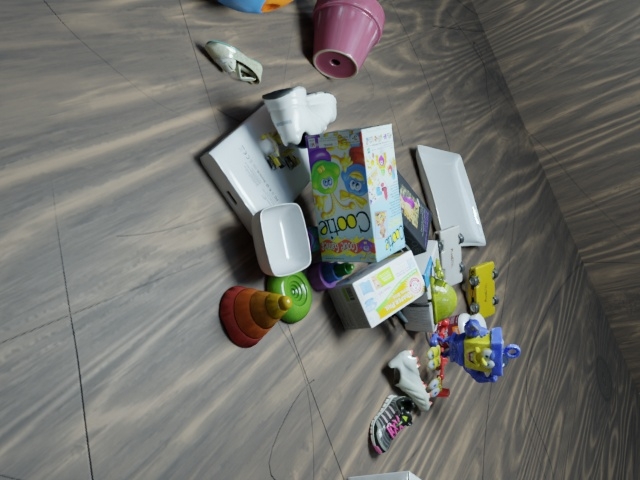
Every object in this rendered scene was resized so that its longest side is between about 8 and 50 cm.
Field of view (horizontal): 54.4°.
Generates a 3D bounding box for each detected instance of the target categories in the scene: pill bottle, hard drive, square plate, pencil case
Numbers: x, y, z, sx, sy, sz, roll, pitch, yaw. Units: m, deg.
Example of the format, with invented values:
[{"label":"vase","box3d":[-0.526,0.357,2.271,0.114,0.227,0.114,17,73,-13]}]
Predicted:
[{"label":"pill bottle","box3d":[0.380,0.252,1.739,0.086,0.152,0.086,29,51,-43]},{"label":"hard drive","box3d":[-0.120,-0.167,1.366,0.203,0.040,0.307,57,36,-18]},{"label":"square plate","box3d":[0.436,-0.140,2.109,0.344,0.049,0.347,-2,75,-54]},{"label":"pencil case","box3d":[0.000,0.000,1.424,0.151,0.064,0.070,-6,115,-54]}]

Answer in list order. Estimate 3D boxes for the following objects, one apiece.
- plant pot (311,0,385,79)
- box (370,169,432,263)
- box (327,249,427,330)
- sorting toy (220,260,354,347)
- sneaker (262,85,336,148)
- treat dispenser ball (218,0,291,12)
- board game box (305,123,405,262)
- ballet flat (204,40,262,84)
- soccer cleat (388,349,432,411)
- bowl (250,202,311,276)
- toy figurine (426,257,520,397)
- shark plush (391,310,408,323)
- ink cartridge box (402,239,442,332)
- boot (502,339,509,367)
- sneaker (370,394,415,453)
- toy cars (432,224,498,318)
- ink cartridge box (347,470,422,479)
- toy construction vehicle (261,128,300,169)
[{"label":"plant pot","box3d":[0.062,-0.549,1.696,0.201,0.201,0.180,33,64,-41]},{"label":"box","box3d":[0.140,-0.081,1.567,0.270,0.165,0.143,47,40,-30]},{"label":"box","box3d":[0.137,0.116,1.464,0.203,0.103,0.114,-28,96,-35]},{"label":"sorting toy","box3d":[-0.039,0.101,1.266,0.365,0.126,0.127,-23,92,-55]},{"label":"sneaker","box3d":[-0.039,-0.271,1.410,0.297,0.111,0.129,-23,103,-64]},{"label":"treat dispenser ball","box3d":[-0.146,-0.647,1.354,0.288,0.288,0.288,29,51,-44]},{"label":"board game box","box3d":[0.078,-0.103,1.352,0.144,0.142,0.275,-23,109,-54]},{"label":"ballet flat","box3d":[-0.186,-0.390,1.377,0.168,0.057,0.052,10,75,-51]},{"label":"soccer cleat","box3d":[0.222,0.358,1.558,0.196,0.076,0.068,68,-9,-27]},{"label":"bowl","box3d":[-0.085,0.001,1.255,0.142,0.053,0.142,-15,93,-54]},{"label":"toy figurine","box3d":[0.389,0.233,1.559,0.191,0.217,0.363,-53,141,-56]},{"label":"shark plush","box3d":[0.178,0.146,1.591,0.073,0.067,0.161,-25,93,-56]},{"label":"ink cartridge box","box3d":[0.267,0.122,1.653,0.148,0.086,0.203,-60,145,-48]},{"label":"boot","box3d":[0.564,0.379,2.000,0.190,0.069,0.086,-17,84,-57]},{"label":"sneaker","box3d":[0.171,0.418,1.436,0.063,0.074,0.170,60,36,-14]},{"label":"toy cars","box3d":[0.442,0.099,1.956,0.393,0.087,0.176,40,80,-33]},{"label":"ink cartridge box","box3d":[0.172,0.565,1.287,0.219,0.160,0.093,45,40,-33]},{"label":"toy construction vehicle","box3d":[-0.085,-0.197,1.361,0.098,0.035,0.086,62,35,-11]}]
